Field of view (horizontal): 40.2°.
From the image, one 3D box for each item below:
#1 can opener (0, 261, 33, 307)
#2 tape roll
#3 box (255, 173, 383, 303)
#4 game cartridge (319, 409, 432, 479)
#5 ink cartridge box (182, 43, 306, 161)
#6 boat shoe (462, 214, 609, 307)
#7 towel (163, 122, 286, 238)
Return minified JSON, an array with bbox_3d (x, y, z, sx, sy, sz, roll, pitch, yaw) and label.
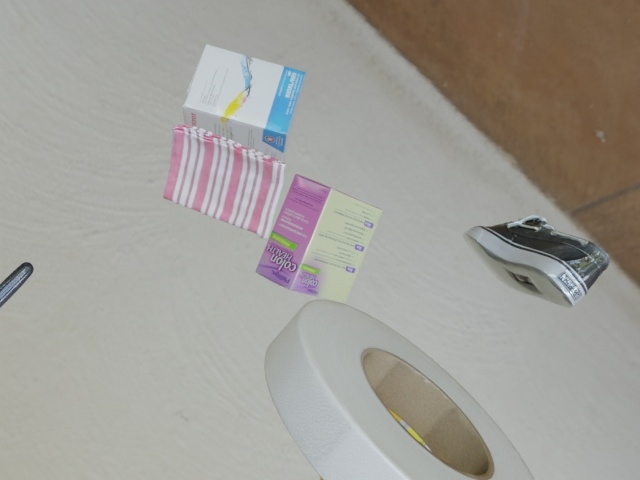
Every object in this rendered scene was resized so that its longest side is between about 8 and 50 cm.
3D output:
[{"bbox_3d":[-0.560,0.106,1.487,0.073,0.186,0.059,51,171,-25],"label":"can opener"},{"bbox_3d":[0.106,0.227,1.041,0.392,0.392,0.072,37,104,-11],"label":"tape roll"},{"bbox_3d":[0.000,0.000,1.997,0.117,0.243,0.213,24,-176,38],"label":"box"},{"bbox_3d":[0.172,0.428,1.545,0.285,0.323,0.052,52,135,6],"label":"game cartridge"},{"bbox_3d":[-0.170,-0.296,1.943,0.232,0.168,0.171,16,159,-1],"label":"ink cartridge box"},{"bbox_3d":[0.330,0.013,1.363,0.113,0.105,0.306,51,173,-15],"label":"boat shoe"},{"bbox_3d":[-0.158,-0.093,1.407,0.197,0.029,0.144,22,123,12],"label":"towel"}]
